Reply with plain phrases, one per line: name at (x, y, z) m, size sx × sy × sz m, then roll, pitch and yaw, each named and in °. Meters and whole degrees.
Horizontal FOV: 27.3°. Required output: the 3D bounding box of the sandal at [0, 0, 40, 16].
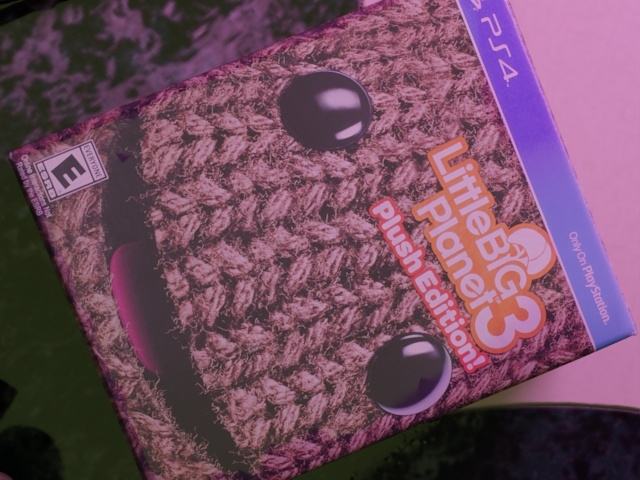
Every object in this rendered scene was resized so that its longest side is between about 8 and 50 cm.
sandal at (-0.190, -0.186, 0.814) m, size 0.254 × 0.054 × 0.097 m, roll -34°, pitch 95°, yaw -2°

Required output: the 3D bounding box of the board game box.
board game box at (0.000, 0.000, 0.794) m, size 0.291 × 0.141 × 0.232 m, roll -23°, pitch 94°, yaw -3°

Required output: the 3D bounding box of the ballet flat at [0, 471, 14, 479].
ballet flat at (-0.209, 0.250, 0.814) m, size 0.086 × 0.086 × 0.248 m, roll 4°, pitch 115°, yaw -4°
